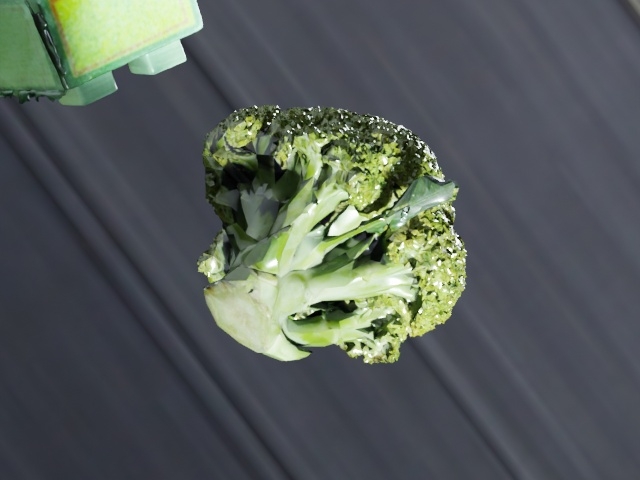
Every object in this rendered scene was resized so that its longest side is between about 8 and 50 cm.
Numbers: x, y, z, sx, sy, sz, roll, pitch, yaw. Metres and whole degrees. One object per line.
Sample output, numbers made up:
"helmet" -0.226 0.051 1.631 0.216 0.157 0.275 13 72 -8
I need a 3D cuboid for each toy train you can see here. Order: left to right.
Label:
"toy train" -0.213 -0.198 1.366 0.159 0.188 0.272 -30 -158 -36

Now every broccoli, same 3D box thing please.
"broccoli" 0.000 0.000 0.838 0.120 0.131 0.130 -41 154 -37
